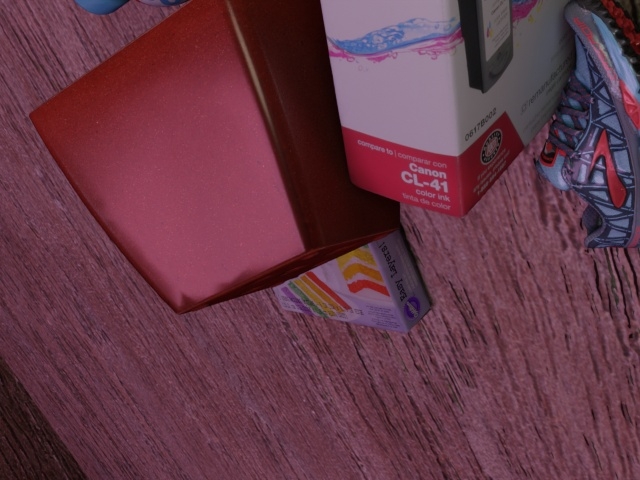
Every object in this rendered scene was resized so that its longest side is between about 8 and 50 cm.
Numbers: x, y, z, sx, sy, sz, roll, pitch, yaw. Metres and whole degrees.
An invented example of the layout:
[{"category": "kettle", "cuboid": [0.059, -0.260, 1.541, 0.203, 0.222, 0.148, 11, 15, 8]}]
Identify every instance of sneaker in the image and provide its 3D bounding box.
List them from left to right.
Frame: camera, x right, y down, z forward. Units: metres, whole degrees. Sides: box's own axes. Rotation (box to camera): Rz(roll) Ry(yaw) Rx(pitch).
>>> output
[{"category": "sneaker", "cuboid": [0.248, -0.091, 0.842, 0.125, 0.104, 0.262, -15, 118, 23]}]

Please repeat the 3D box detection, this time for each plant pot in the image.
[{"category": "plant pot", "cuboid": [-0.072, -0.075, 0.933, 0.267, 0.267, 0.235, -24, 84, 31]}]

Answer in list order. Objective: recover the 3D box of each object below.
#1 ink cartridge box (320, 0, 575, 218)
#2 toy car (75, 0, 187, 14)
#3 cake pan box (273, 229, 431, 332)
[{"category": "ink cartridge box", "cuboid": [0.115, -0.209, 0.791, 0.131, 0.226, 0.306, 23, 142, 31]}, {"category": "toy car", "cuboid": [-0.100, -0.281, 1.002, 0.219, 0.210, 0.238, -18, 125, 43]}, {"category": "cake pan box", "cuboid": [0.000, 0.000, 1.300, 0.267, 0.070, 0.245, 8, 130, 45]}]
